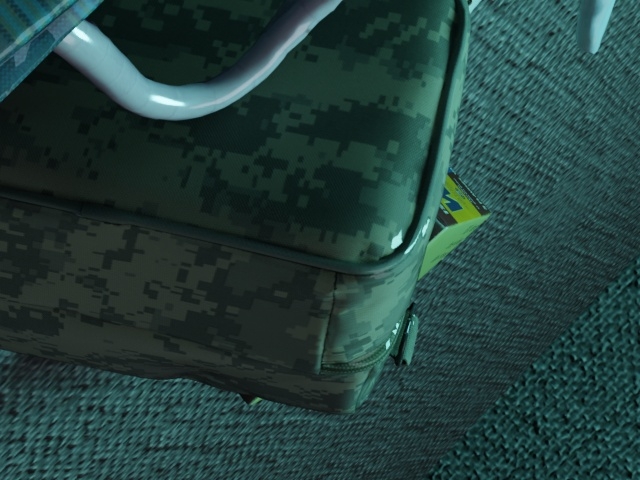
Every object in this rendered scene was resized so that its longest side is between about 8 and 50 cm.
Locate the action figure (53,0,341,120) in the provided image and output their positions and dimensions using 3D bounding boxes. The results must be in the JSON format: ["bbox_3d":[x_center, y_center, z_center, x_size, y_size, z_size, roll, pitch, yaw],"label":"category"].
[{"bbox_3d":[-0.177,-0.105,0.705,0.248,0.275,0.370,-49,179,20],"label":"action figure"}]

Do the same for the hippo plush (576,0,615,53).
[{"bbox_3d":[0.184,-0.315,1.039,0.236,0.294,0.234,-43,-174,-31],"label":"hippo plush"}]

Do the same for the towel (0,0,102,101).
[{"bbox_3d":[-0.201,-0.161,0.496,0.271,0.040,0.370,-45,123,-11],"label":"towel"}]

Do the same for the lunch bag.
[{"bbox_3d":[-0.088,-0.027,0.987,0.256,0.305,0.213,98,5,-56],"label":"lunch bag"}]

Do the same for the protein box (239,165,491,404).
[{"bbox_3d":[0.000,0.000,1.458,0.201,0.136,0.200,-42,173,13],"label":"protein box"}]

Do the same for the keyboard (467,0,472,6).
[{"bbox_3d":[-0.009,-0.143,1.078,0.033,0.201,0.317,-35,161,-35],"label":"keyboard"}]

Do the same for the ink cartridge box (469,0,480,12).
[{"bbox_3d":[0.027,-0.192,1.132,0.063,0.150,0.109,-48,162,11],"label":"ink cartridge box"}]
